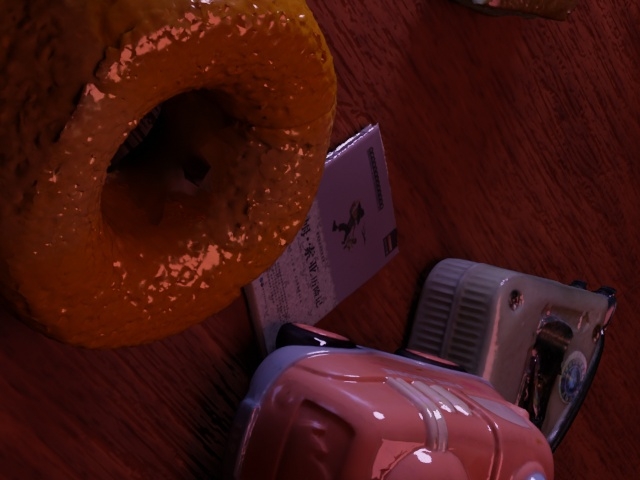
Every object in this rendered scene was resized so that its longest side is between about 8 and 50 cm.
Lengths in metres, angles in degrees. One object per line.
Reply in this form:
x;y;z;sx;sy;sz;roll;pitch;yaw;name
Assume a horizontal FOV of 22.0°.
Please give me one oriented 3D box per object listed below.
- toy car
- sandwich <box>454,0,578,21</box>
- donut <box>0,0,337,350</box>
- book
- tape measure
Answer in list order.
0.066;0.184;1.275;0.270;0.212;0.180;16;92;-39;toy car
0.193;-0.251;1.436;0.244;0.090;0.088;-49;131;-31;sandwich
-0.108;-0.059;1.025;0.303;0.110;0.303;-26;139;-26;donut
0.000;0.000;1.330;0.182;0.014;0.127;-38;128;-39;book
0.180;0.126;1.513;0.235;0.115;0.207;13;87;-52;tape measure
